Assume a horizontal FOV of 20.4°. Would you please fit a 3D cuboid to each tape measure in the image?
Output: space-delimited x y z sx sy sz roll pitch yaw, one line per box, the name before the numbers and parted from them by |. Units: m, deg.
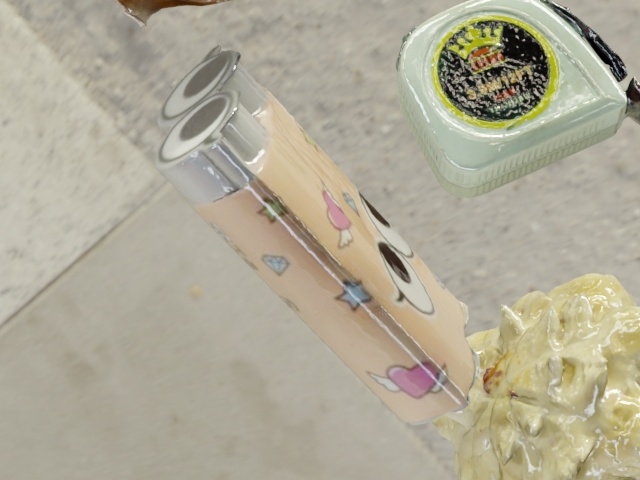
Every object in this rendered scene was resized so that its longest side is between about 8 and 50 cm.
tape measure | 0.203 -0.168 1.882 0.235 0.115 0.207 -24 68 -8

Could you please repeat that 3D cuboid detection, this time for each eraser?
eraser | 0.000 0.000 1.336 0.087 0.171 0.290 -37 115 15

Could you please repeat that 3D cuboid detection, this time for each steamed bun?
steamed bun | 0.218 0.156 1.694 0.137 0.292 0.295 27 46 -30

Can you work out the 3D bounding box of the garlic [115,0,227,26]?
garlic | -0.108 -0.215 1.291 0.175 0.124 0.099 8 114 -28
